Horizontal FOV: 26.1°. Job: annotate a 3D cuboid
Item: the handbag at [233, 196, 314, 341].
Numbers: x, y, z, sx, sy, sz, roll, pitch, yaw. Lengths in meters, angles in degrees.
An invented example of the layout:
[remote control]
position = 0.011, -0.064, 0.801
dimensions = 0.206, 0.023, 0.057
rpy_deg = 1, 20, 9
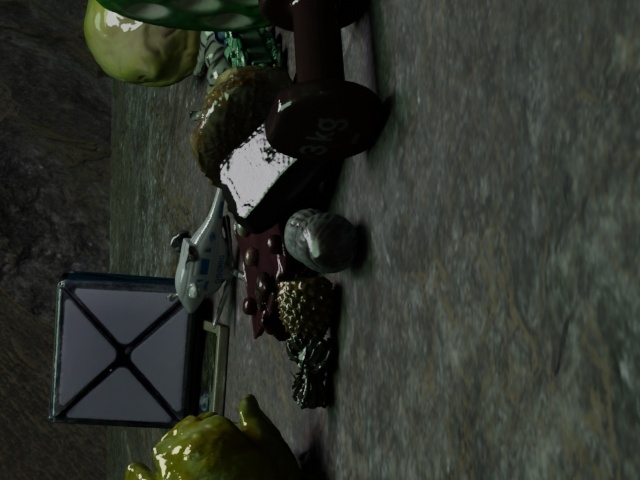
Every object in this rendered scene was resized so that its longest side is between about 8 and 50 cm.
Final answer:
[handbag]
position = -0.062, 0.004, 1.844
dimensions = 0.203, 0.074, 0.216
rpy_deg = 112, 156, -51

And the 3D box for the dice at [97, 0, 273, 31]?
[dice]
position = -0.157, -0.462, 1.892
dimensions = 0.287, 0.300, 0.297
rpy_deg = 165, 110, -71

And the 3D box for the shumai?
[shumai]
position = -0.104, -0.175, 1.888
dimensions = 0.209, 0.161, 0.153
rpy_deg = 85, 174, -52

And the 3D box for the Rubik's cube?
[Rubik's cube]
position = -0.355, 0.191, 2.500
dimensions = 0.260, 0.259, 0.255
rpy_deg = -157, 70, -78

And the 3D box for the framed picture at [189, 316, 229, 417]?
[framed picture]
position = -0.199, 0.298, 2.377
dimensions = 0.240, 0.020, 0.324
rpy_deg = -174, 88, -75

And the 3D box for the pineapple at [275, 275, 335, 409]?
[pineapple]
position = -0.014, 0.124, 1.663
dimensions = 0.074, 0.074, 0.159
rpy_deg = 178, 87, -75

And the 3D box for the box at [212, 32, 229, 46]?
[box]
position = -0.125, -0.358, 2.180
dimensions = 0.054, 0.074, 0.099
rpy_deg = -16, 71, 59

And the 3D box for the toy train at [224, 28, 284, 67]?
[toy train]
position = -0.099, -0.262, 2.061
dimensions = 0.178, 0.071, 0.105
rpy_deg = -114, 21, -57

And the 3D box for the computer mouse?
[computer mouse]
position = -0.040, -0.104, 1.721
dimensions = 0.217, 0.073, 0.122
rpy_deg = -43, 48, 23

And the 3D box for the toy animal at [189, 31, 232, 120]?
[toy animal]
position = -0.166, -0.309, 2.286
dimensions = 0.170, 0.089, 0.255
rpy_deg = 137, 132, -63

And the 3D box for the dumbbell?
[dumbbell]
position = -0.002, -0.212, 1.576
dimensions = 0.140, 0.124, 0.225
rpy_deg = 121, 150, -58

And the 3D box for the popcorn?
[popcorn]
position = -0.117, 0.342, 1.684
dimensions = 0.225, 0.276, 0.276
rpy_deg = -42, 33, 18

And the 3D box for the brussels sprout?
[brussels sprout]
position = -0.318, -0.424, 2.619
dimensions = 0.274, 0.242, 0.316
rpy_deg = -63, 19, -6

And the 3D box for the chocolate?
[chocolate]
position = 0.000, 0.000, 1.622
dimensions = 0.167, 0.072, 0.072
rpy_deg = -162, 77, -77

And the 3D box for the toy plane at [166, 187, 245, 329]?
[toy plane]
position = -0.174, -0.007, 2.207
dimensions = 0.182, 0.107, 0.273
rpy_deg = -112, 33, -47
